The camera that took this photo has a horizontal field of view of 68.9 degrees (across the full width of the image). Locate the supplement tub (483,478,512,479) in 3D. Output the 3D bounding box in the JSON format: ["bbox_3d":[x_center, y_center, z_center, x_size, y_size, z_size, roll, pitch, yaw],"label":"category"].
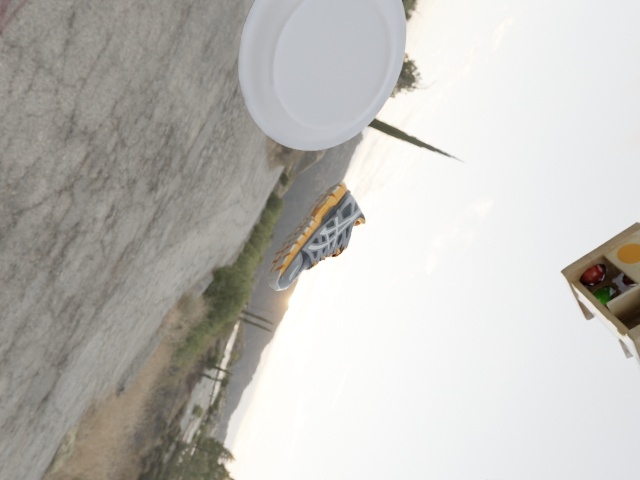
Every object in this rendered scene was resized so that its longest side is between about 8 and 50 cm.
[{"bbox_3d":[0.342,0.455,0.808,0.071,0.107,0.070,3,90,-88],"label":"supplement tub"}]

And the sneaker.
[{"bbox_3d":[0.000,0.000,0.720,0.215,0.083,0.084,-51,-164,-27],"label":"sneaker"}]

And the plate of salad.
[{"bbox_3d":[0.004,-0.191,0.487,0.048,0.200,0.199,47,-60,42],"label":"plate of salad"}]

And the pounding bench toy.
[{"bbox_3d":[0.189,0.042,0.272,0.052,0.083,0.065,-36,-146,10],"label":"pounding bench toy"}]
